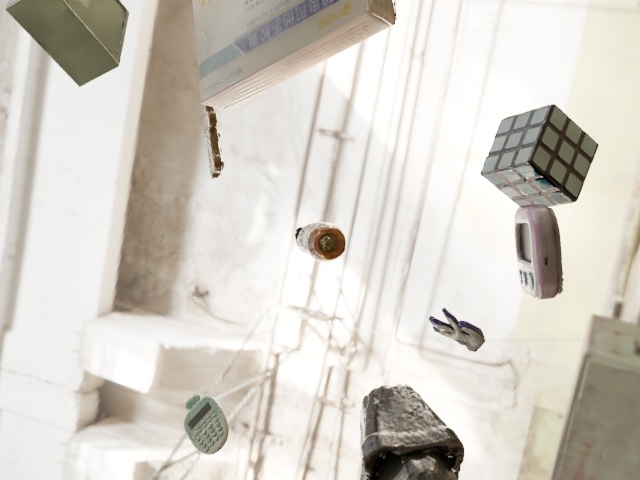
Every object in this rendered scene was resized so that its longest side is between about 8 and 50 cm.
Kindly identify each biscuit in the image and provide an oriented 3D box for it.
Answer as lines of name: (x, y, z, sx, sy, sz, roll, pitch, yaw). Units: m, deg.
biscuit: (-0.235, -0.242, 1.745, 0.138, 0.031, 0.205, 145, 116, -76)

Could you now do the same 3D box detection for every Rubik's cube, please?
Rubik's cube: (0.475, -0.178, 1.740, 0.162, 0.160, 0.163, 32, -109, -23)

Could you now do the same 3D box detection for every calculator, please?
calculator: (-0.239, 0.378, 1.659, 0.095, 0.153, 0.021, -47, -46, 4)

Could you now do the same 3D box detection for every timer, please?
timer: (0.446, 0.021, 1.638, 0.208, 0.069, 0.191, -38, -58, -85)

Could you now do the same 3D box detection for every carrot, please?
carrot: (0.000, 0.000, 1.356, 0.225, 0.067, 0.067, -165, 88, -79)

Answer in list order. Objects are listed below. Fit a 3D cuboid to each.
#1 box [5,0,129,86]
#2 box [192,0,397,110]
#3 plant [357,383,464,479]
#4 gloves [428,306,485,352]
box: (-0.540, -0.496, 1.733, 0.225, 0.117, 0.225, 51, -156, -41)
box: (-0.052, -0.344, 1.185, 0.065, 0.343, 0.200, 11, -113, -48)
plant: (0.135, 0.345, 1.253, 0.256, 0.164, 0.142, -105, 16, -57)
gloves: (0.195, 0.126, 1.138, 0.026, 0.086, 0.064, -59, -8, -29)
